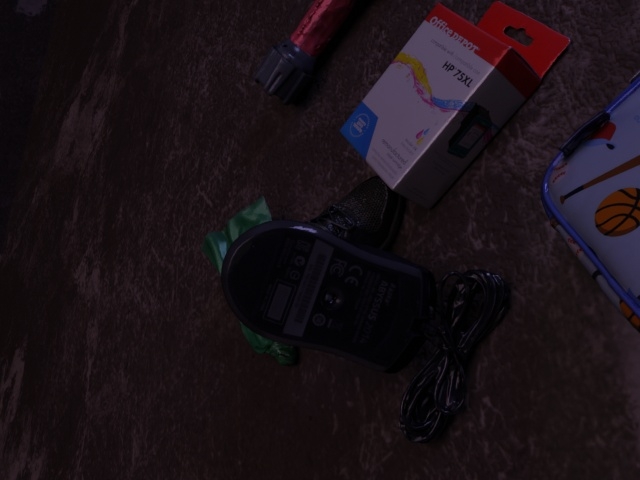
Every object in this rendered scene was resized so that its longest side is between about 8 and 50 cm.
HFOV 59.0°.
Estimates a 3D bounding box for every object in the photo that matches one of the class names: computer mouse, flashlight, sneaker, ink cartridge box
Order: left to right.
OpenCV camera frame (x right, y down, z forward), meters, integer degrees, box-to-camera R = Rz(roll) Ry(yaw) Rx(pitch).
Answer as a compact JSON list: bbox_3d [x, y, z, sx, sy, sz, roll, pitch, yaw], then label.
[{"bbox_3d":[0.000,0.000,0.662,0.227,0.130,0.087,-43,56,4],"label":"sneaker"},{"bbox_3d":[0.015,-0.337,0.815,0.304,0.103,0.103,-51,49,18],"label":"flashlight"},{"bbox_3d":[0.031,0.070,0.575,0.072,0.272,0.188,-109,44,-85],"label":"computer mouse"},{"bbox_3d":[0.142,-0.168,0.636,0.231,0.078,0.134,-51,46,18],"label":"ink cartridge box"}]

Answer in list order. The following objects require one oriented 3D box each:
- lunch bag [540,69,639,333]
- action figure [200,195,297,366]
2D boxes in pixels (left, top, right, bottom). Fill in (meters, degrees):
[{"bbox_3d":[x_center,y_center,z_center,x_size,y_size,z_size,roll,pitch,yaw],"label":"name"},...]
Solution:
[{"bbox_3d":[0.298,-0.032,0.364,0.243,0.115,0.303,-47,33,25],"label":"lunch bag"},{"bbox_3d":[-0.084,0.070,0.786,0.137,0.063,0.232,-39,57,27],"label":"action figure"}]
